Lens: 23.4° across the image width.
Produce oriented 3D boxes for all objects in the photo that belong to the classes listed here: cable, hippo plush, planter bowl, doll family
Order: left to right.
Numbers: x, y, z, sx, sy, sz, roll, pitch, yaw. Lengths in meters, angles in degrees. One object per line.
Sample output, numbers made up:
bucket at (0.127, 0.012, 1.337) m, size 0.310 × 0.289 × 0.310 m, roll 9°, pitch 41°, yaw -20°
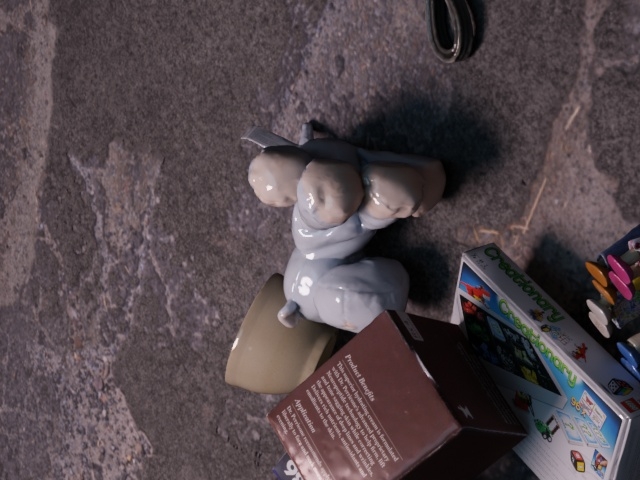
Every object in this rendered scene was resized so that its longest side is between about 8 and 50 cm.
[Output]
planter bowl at (-0.042, 0.137, 2.048) m, size 0.109 × 0.162 × 0.162 m, roll 24°, pitch 115°, yaw 9°
hippo plush at (0.000, 0.000, 1.917) m, size 0.294 × 0.234 × 0.236 m, roll 18°, pitch 108°, yaw 40°
cable at (0.126, -0.359, 1.855) m, size 0.139 × 0.072 × 0.287 m, roll 15°, pitch 107°, yaw 47°
doll family at (0.355, 0.015, 1.611) m, size 0.118 × 0.163 × 0.263 m, roll 49°, pitch 167°, yaw 35°

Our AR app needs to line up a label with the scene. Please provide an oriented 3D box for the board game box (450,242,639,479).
board game box at (0.253, 0.167, 1.757) m, size 0.305 × 0.053 × 0.193 m, roll 48°, pitch 145°, yaw 40°

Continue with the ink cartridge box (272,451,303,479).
ink cartridge box at (0.045, 0.303, 2.040) m, size 0.165 × 0.065 × 0.332 m, roll 53°, pitch 128°, yaw 23°

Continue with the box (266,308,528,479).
box at (0.086, 0.210, 1.760) m, size 0.203 × 0.167 × 0.168 m, roll -42°, pitch 61°, yaw 20°
